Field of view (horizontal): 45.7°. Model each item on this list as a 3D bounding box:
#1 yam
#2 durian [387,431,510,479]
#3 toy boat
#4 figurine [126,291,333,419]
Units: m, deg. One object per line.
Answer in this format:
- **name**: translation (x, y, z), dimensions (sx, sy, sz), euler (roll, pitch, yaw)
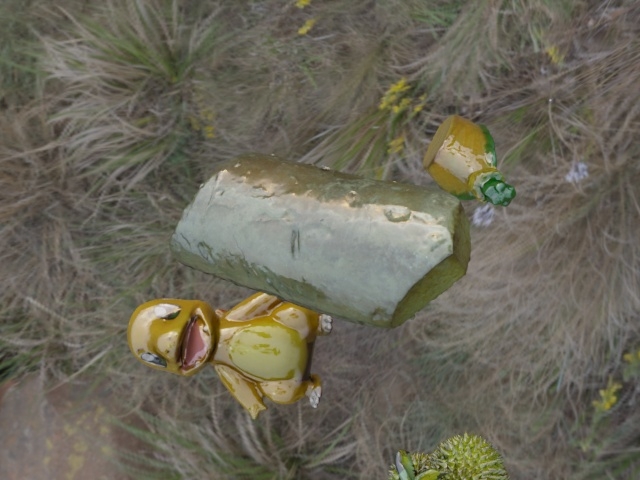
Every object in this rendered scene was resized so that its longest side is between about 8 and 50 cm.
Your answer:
- **yam**: translation (0.000, 0.000, 0.355), dimensions (0.146, 0.069, 0.070), euler (15, 104, 26)
- **durian**: translation (0.170, 0.325, 0.956), dimensions (0.159, 0.198, 0.146), euler (-16, 67, -12)
- **toy boat**: translation (0.170, -0.090, 0.873), dimensions (0.088, 0.229, 0.089), euler (30, 109, -2)
- **figurine**: translation (-0.084, 0.085, 0.671), dimensions (0.176, 0.122, 0.122), euler (12, 91, -26)
